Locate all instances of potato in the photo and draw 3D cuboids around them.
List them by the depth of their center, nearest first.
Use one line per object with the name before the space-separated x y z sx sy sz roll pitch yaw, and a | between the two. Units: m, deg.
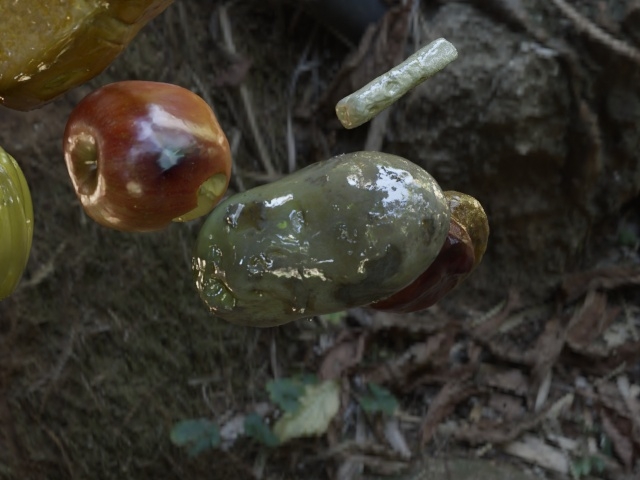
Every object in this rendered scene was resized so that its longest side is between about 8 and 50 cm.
potato | 0.000 0.000 1.220 0.262 0.165 0.165 -17 48 10

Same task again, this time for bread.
bread | -0.302 -0.330 1.359 0.337 0.148 0.328 44 97 18

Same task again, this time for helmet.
helmet | -0.362 -0.004 1.250 0.140 0.257 0.205 12 9 -4

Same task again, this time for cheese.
cheese | 0.100 -0.205 1.621 0.194 0.065 0.043 -35 97 -29

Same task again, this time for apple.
apple | -0.188 -0.093 1.394 0.199 0.199 0.199 0 49 0

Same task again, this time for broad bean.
broad bean | 0.129 0.016 1.630 0.228 0.156 0.122 -16 14 -26
